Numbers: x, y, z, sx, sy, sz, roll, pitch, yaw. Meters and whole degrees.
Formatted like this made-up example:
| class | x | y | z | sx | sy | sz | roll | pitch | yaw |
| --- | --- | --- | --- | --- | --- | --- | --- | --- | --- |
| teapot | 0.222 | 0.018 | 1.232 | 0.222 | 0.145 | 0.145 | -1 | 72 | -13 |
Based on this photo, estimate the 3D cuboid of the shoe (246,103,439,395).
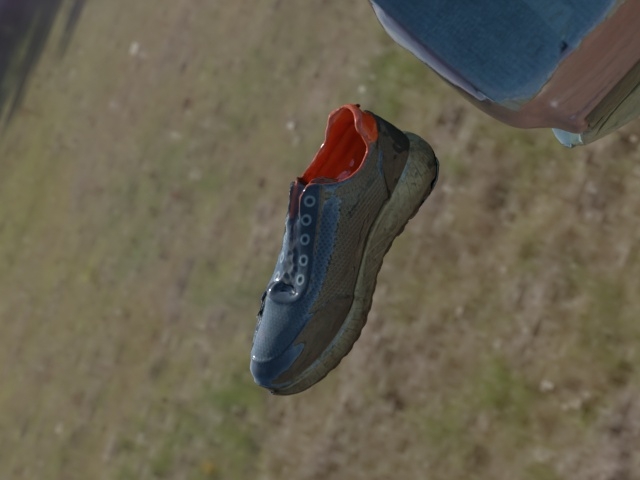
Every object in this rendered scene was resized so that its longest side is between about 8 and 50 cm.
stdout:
| class | x | y | z | sx | sy | sz | roll | pitch | yaw |
| --- | --- | --- | --- | --- | --- | --- | --- | --- | --- |
| shoe | -0.001 | 0.001 | 1.068 | 0.074 | 0.077 | 0.194 | 12 | 68 | 52 |

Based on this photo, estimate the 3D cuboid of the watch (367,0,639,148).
| class | x | y | z | sx | sy | sz | roll | pitch | yaw |
| --- | --- | --- | --- | --- | --- | --- | --- | --- | --- |
| watch | 0.142 | -0.164 | 1.221 | 0.162 | 0.253 | 0.241 | -45 | -23 | 4 |
